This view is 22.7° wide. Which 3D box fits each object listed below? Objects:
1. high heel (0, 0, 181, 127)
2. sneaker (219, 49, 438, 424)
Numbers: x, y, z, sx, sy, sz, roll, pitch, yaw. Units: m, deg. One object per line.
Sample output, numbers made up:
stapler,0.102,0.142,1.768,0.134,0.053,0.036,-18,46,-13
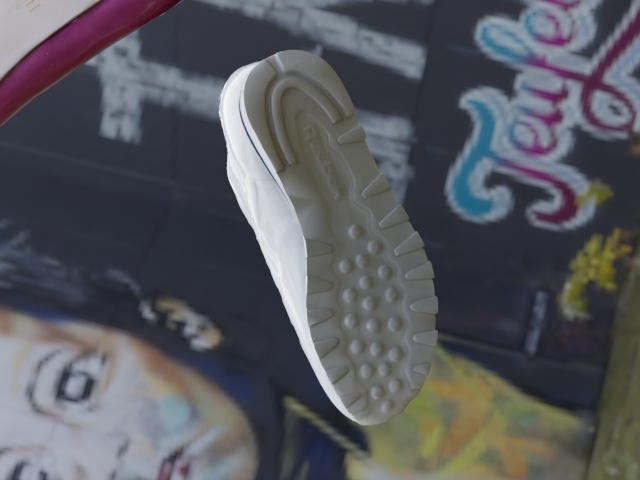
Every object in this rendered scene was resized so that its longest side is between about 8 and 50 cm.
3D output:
high heel,-0.124,-0.104,0.769,0.117,0.082,0.244,1,-38,-49
sneaker,0.000,0.000,0.987,0.095,0.090,0.235,-14,93,63
